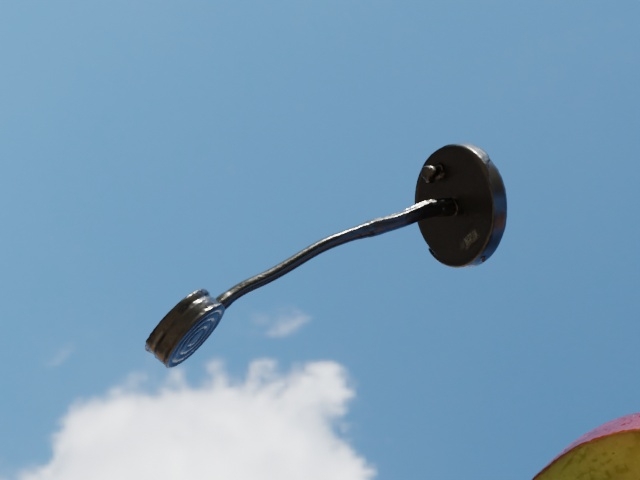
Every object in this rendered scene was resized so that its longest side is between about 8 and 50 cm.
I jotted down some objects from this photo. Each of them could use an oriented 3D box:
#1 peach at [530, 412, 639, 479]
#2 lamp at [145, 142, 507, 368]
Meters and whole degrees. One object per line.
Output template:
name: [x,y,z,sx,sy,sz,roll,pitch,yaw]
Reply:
peach: [0.288,0.229,1.337,0.267,0.159,0.154,-42,-110,17]
lamp: [0.027,0.026,1.252,0.108,0.371,0.130,47,-48,13]
